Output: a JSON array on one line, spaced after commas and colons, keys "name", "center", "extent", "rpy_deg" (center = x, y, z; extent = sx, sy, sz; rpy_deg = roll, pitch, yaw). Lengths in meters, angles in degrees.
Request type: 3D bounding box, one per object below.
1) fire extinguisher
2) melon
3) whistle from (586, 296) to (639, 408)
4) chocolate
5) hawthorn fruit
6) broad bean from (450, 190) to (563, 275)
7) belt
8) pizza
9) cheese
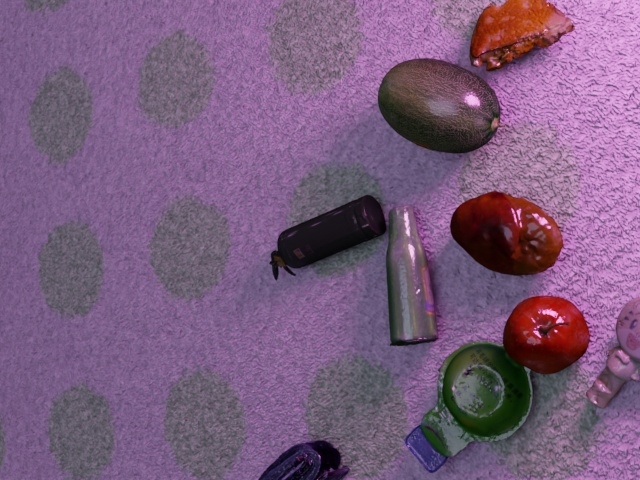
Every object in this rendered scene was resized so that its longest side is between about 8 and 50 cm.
[{"name": "fire extinguisher", "center": [0.000, 0.000, 2.164], "extent": [0.311, 0.095, 0.114], "rpy_deg": [-21, 106, 31]}, {"name": "melon", "center": [0.247, -0.270, 1.958], "extent": [0.288, 0.182, 0.182], "rpy_deg": [28, 103, 34]}, {"name": "whistle", "center": [0.578, 0.202, 1.775], "extent": [0.126, 0.067, 0.258], "rpy_deg": [49, 118, 40]}, {"name": "chocolate", "center": [0.184, 0.073, 2.033], "extent": [0.110, 0.110, 0.291], "rpy_deg": [-11, 78, 33]}, {"name": "hawthorn fruit", "center": [0.414, 0.172, 1.799], "extent": [0.163, 0.203, 0.162], "rpy_deg": [-4, 78, 20]}, {"name": "broad bean", "center": [0.363, -0.013, 1.900], "extent": [0.228, 0.122, 0.156], "rpy_deg": [26, 100, 36]}, {"name": "belt", "center": [-0.061, 0.534, 2.149], "extent": [0.218, 0.128, 0.122], "rpy_deg": [-48, 62, 21]}, {"name": "pizza", "center": [0.402, -0.421, 1.936], "extent": [0.226, 0.069, 0.147], "rpy_deg": [-18, 56, 29]}, {"name": "cheese", "center": [0.298, 0.332, 1.944], "extent": [0.320, 0.083, 0.204], "rpy_deg": [-50, 64, 19]}]
